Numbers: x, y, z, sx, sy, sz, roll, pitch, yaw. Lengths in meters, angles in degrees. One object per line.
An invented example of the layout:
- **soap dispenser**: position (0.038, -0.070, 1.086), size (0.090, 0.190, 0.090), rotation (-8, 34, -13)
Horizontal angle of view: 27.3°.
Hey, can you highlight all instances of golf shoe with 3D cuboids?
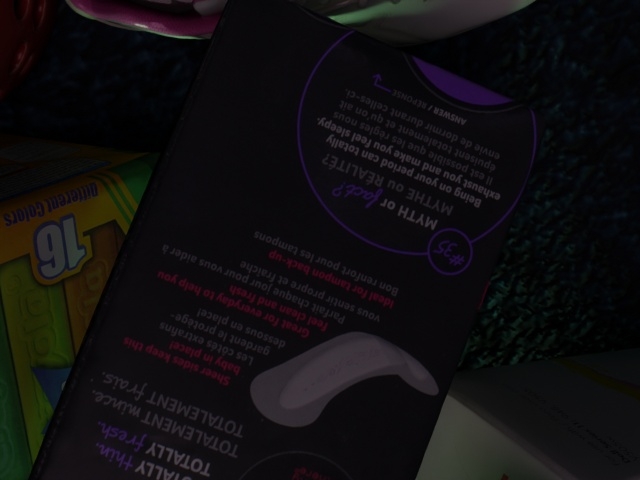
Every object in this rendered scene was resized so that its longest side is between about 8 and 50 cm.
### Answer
- **golf shoe**: position (-0.005, -0.152, 0.733), size (0.306, 0.140, 0.115), rotation (-3, 109, 1)

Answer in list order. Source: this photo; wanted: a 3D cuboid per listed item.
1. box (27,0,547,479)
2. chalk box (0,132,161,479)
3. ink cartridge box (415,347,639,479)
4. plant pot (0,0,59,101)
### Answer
- **box**: position (-0.024, 0.039, 0.654), size (0.165, 0.143, 0.270), rotation (23, 82, -7)
- **chalk box**: position (-0.192, 0.099, 0.777), size (0.179, 0.180, 0.288), rotation (8, 114, 39)
- **ink cartridge box**: position (0.129, 0.178, 0.745), size (0.354, 0.119, 0.207), rotation (0, 117, -45)
- **plant pot**: position (-0.254, -0.137, 0.734), size (0.191, 0.174, 0.191), rotation (0, 110, 0)
